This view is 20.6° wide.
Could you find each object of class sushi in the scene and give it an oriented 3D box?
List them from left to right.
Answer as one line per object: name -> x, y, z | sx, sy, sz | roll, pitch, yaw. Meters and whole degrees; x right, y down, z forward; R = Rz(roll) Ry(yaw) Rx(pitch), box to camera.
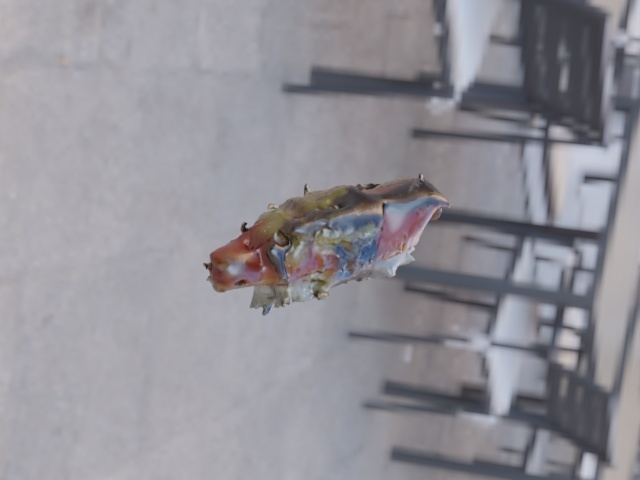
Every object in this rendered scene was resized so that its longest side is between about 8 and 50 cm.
sushi -> -0.001, 0.003, 1.478 | 0.226, 0.097, 0.103 | -15, 120, -29
